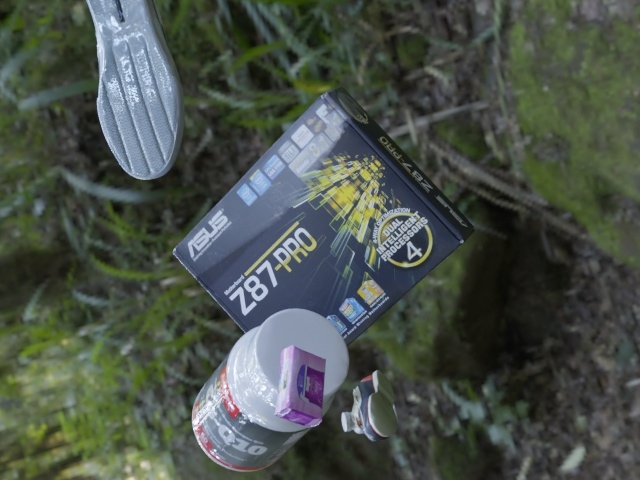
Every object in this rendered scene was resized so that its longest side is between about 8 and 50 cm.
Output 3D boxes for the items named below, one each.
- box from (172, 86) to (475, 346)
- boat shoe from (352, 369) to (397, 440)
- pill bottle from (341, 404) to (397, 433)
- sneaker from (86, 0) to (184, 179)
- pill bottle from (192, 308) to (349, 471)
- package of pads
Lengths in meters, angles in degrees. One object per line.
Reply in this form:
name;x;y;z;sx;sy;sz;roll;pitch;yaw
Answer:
box;0.000;0.000;1.932;0.318;0.395;0.097;49;-156;4
boat shoe;0.057;0.191;1.349;0.049;0.043;0.137;52;-167;-14
pill bottle;0.077;0.282;1.896;0.043;0.083;0.043;175;90;-77
sneaker;-0.194;-0.191;1.303;0.091;0.094;0.258;22;-121;-82
pill bottle;-0.073;0.215;1.718;0.283;0.161;0.161;-54;50;55
package of pads;-0.021;0.162;1.330;0.032;0.050;0.083;-40;35;44
